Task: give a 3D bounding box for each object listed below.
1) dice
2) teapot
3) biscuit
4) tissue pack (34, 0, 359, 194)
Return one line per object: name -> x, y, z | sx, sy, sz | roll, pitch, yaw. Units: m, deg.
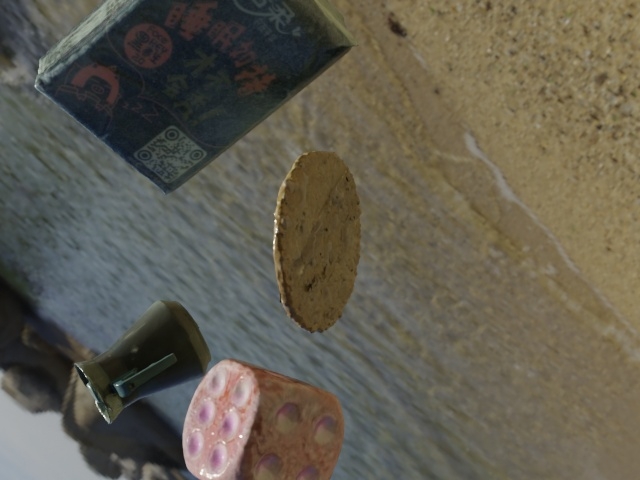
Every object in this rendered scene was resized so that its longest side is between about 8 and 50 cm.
dice -> -0.044, 0.146, 0.697 | 0.091, 0.093, 0.094 | 25, 170, -38
teapot -> -0.330, 0.230, 1.714 | 0.171, 0.225, 0.203 | 61, 158, -10
biscuit -> -0.001, 0.000, 1.076 | 0.033, 0.220, 0.220 | 3, 146, 27
tissue pack -> -0.146, -0.221, 1.086 | 0.228, 0.315, 0.103 | 42, -160, -37
